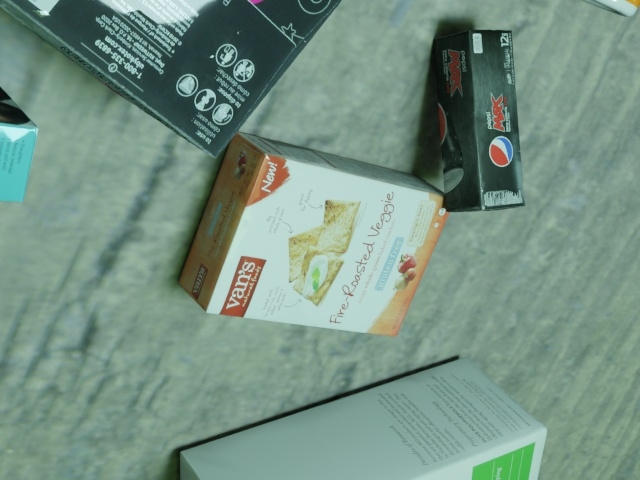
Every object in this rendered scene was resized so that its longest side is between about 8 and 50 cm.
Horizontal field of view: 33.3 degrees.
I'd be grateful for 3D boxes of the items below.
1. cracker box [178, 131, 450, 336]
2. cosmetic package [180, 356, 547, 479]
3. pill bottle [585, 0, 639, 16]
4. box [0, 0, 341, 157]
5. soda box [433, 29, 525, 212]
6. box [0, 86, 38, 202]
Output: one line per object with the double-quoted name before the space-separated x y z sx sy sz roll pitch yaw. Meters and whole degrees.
"cracker box" 0.000 0.000 1.014 0.232 0.067 0.155 10 108 -37
"cosmetic package" 0.043 0.284 1.145 0.366 0.155 0.197 -16 126 -27
"pill bottle" 0.295 -0.300 1.030 0.086 0.086 0.152 13 107 -38
"box" -0.137 -0.202 0.760 0.163 0.142 0.247 -51 130 2
"soda box" 0.150 -0.112 1.016 0.053 0.060 0.168 -6 93 -31
"box" -0.328 -0.080 0.727 0.244 0.100 0.060 4 112 -36
